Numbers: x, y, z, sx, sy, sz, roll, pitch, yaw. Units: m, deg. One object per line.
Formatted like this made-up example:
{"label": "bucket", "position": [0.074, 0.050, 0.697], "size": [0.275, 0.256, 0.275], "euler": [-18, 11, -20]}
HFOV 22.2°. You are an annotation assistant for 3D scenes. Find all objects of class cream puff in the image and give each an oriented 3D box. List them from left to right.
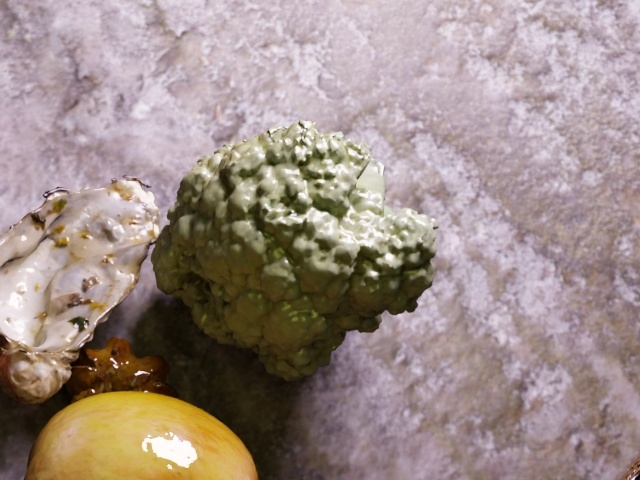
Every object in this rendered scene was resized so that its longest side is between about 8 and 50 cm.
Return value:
{"label": "cream puff", "position": [-0.208, 0.156, 1.680], "size": [0.122, 0.094, 0.116], "euler": [25, 72, -8]}

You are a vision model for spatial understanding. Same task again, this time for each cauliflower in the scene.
{"label": "cauliflower", "position": [-0.010, 0.017, 1.695], "size": [0.281, 0.327, 0.260], "euler": [14, 82, -54]}

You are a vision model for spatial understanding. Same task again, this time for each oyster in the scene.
{"label": "oyster", "position": [-0.259, 0.046, 1.705], "size": [0.166, 0.094, 0.294], "euler": [33, 50, 18]}

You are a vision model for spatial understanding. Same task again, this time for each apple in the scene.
{"label": "apple", "position": [-0.173, 0.286, 1.552], "size": [0.233, 0.286, 0.286], "euler": [8, 72, -6]}

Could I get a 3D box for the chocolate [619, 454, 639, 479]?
{"label": "chocolate", "position": [0.290, 0.345, 1.745], "size": [0.329, 0.065, 0.102], "euler": [-47, 105, -19]}
